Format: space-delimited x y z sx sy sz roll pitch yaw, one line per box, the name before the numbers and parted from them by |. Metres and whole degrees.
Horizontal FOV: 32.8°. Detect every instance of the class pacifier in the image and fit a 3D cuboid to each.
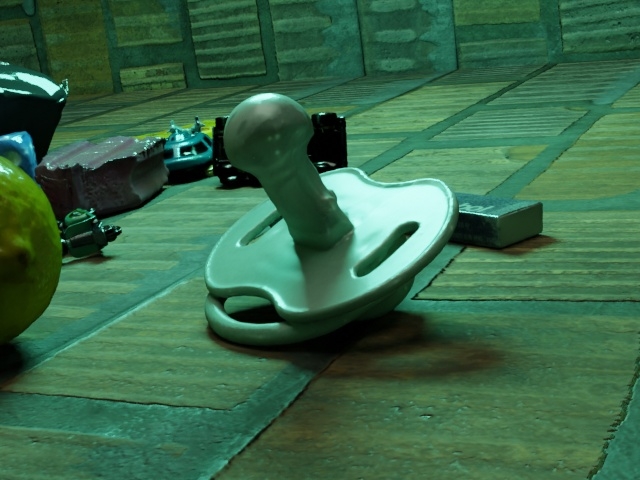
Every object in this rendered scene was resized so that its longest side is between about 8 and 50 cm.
pacifier | -0.028 -0.032 1.194 0.288 0.269 0.343 -44 28 -26

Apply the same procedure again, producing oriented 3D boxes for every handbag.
handbag | -0.676 -0.237 2.188 0.275 0.302 0.178 -22 64 -42

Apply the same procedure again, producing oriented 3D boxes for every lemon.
lemon | -0.424 0.009 1.220 0.260 0.261 0.284 -18 40 -38

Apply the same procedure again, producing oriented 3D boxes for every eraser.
eraser | 0.198 -0.032 1.499 0.091 0.046 0.212 -17 17 -36

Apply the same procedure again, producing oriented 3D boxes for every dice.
dice | -0.600 -0.122 2.026 0.146 0.146 0.143 -10 13 -11

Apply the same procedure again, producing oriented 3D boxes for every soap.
soap | -0.401 -0.115 1.969 0.182 0.112 0.289 -4 14 12

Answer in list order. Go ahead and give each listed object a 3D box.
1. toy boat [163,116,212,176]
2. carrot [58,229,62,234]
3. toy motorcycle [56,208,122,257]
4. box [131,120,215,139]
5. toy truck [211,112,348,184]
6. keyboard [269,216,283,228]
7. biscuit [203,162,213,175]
toy boat | -0.289 -0.197 2.248 0.134 0.092 0.299 -12 11 0
carrot | -0.553 -0.073 1.560 0.214 0.331 0.193 -36 6 30
toy motorcycle | -0.369 -0.009 1.655 0.100 0.058 0.173 -22 18 -25
box | -0.307 -0.245 2.576 0.152 0.044 0.269 4 17 39
toy truck | -0.071 -0.171 2.034 0.257 0.127 0.127 -2 0 16
keyboard | 0.000 0.000 1.507 0.106 0.027 0.317 -12 15 -8
biscuit | -0.113 -0.160 2.190 0.250 0.035 0.162 -8 18 -13
